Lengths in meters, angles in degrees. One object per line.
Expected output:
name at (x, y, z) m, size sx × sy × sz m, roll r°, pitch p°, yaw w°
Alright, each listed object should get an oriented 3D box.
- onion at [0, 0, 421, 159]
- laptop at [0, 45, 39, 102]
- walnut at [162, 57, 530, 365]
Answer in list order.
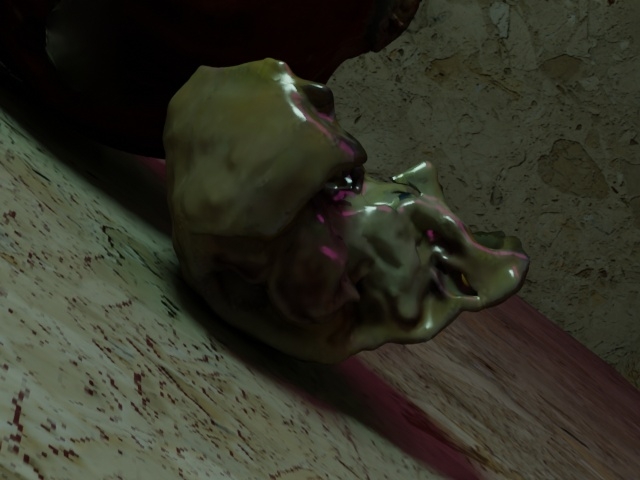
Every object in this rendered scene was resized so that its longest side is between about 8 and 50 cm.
onion at (-0.094, -0.218, 0.889) m, size 0.341 × 0.341 × 0.341 m, roll 37°, pitch 6°, yaw -5°
laptop at (-0.251, -0.150, 1.015) m, size 0.180 × 0.016 × 0.129 m, roll 43°, pitch 8°, yaw 35°
walnut at (-0.009, -0.005, 0.772) m, size 0.238 × 0.141 × 0.204 m, roll 32°, pitch -3°, yaw -34°
